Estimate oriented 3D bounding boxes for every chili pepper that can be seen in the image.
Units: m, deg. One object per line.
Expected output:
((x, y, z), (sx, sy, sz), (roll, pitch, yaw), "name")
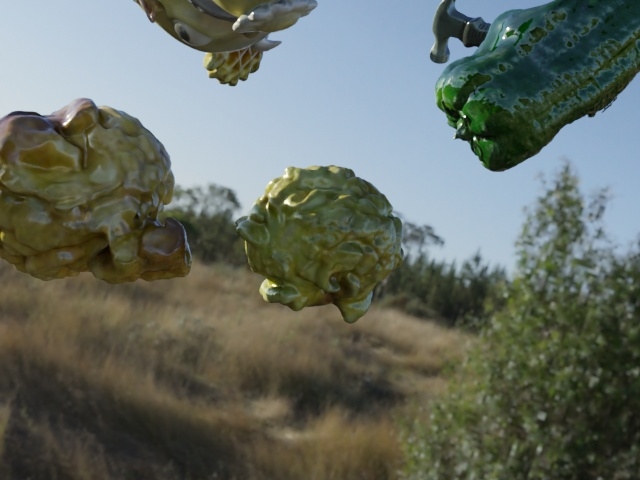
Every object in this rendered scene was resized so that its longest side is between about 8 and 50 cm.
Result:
((0.334, -0.266, 1.478), (0.167, 0.385, 0.213), (56, -2, -31), "chili pepper")

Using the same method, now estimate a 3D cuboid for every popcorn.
((0.000, 0.010, 1.473), (0.235, 0.217, 0.181), (-12, 38, -20), "popcorn")
((-0.309, -0.055, 1.424), (0.332, 0.265, 0.225), (28, -39, 10), "popcorn")

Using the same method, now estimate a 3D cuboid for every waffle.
((-0.157, -0.430, 2.131), (0.056, 0.250, 0.261), (18, 15, 16), "waffle")

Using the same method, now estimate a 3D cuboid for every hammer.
((0.293, -0.339, 1.796), (0.226, 0.159, 0.041), (31, 45, 23), "hammer")

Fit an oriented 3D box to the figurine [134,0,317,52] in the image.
((-0.050, -0.276, 0.936), (0.226, 0.274, 0.394), (59, 1, -18), "figurine")
